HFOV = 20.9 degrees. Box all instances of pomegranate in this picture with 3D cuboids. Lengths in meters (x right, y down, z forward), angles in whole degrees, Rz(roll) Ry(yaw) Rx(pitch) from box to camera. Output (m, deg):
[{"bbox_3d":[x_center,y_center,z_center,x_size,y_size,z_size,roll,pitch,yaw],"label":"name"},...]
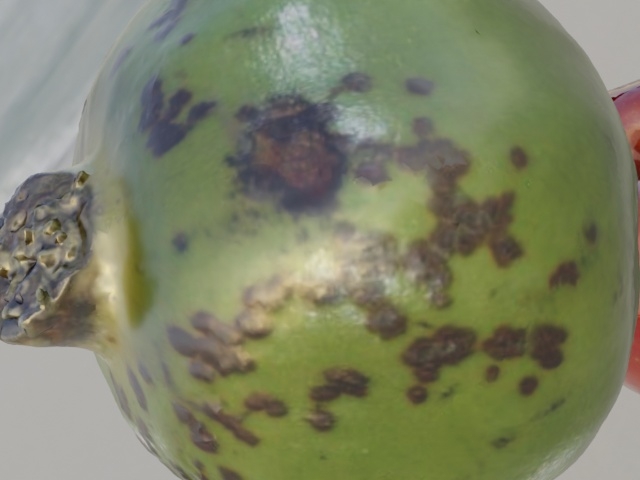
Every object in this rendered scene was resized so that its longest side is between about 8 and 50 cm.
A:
[{"bbox_3d":[0.000,0.000,0.677,0.254,0.270,0.254,24,117,60],"label":"pomegranate"}]

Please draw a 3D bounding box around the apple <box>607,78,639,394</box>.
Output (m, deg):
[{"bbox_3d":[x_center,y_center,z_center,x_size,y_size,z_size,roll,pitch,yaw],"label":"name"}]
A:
[{"bbox_3d":[0.282,-0.009,1.271,0.260,0.216,0.260,-20,46,22],"label":"apple"}]
